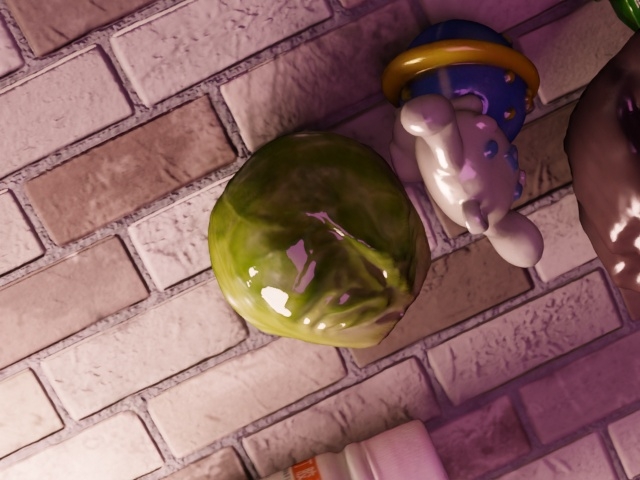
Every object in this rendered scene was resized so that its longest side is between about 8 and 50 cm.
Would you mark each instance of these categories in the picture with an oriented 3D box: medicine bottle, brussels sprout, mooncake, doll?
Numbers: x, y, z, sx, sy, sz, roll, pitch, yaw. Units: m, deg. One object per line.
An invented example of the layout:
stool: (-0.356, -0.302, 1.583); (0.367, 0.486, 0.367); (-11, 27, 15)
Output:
medicine bottle: (0.007, 0.347, 2.106); (0.316, 0.202, 0.202); (-22, 115, -2)
brussels sprout: (0.000, 0.000, 1.965); (0.244, 0.244, 0.244); (-4, 113, -9)
mooncake: (0.441, -0.086, 1.941); (0.381, 0.212, 0.350); (-4, 149, -31)
doll: (0.124, -0.123, 1.899); (0.160, 0.311, 0.242); (1, 77, 23)

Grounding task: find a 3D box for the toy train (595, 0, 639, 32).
toy train: (0.303, -0.332, 1.887); (0.132, 0.188, 0.243); (-31, 114, 2)
